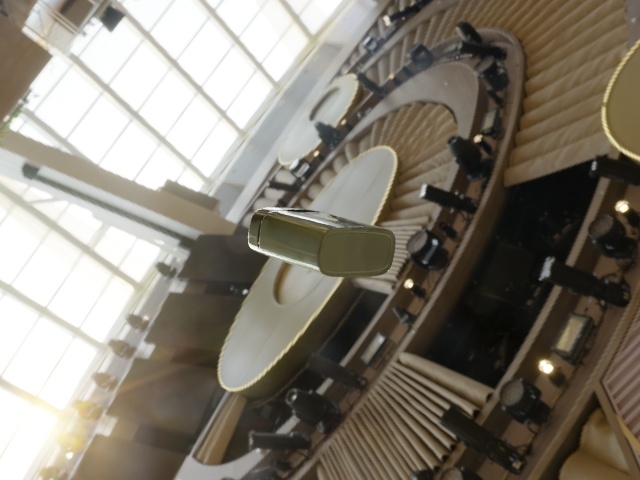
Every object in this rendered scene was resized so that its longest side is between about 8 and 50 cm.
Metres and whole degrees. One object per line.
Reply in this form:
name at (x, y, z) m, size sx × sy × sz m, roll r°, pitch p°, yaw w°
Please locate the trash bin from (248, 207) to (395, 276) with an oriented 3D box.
trash bin at (0.000, 0.000, 0.662) m, size 0.130 × 0.116 × 0.059 m, roll 17°, pitch -77°, yaw 48°
